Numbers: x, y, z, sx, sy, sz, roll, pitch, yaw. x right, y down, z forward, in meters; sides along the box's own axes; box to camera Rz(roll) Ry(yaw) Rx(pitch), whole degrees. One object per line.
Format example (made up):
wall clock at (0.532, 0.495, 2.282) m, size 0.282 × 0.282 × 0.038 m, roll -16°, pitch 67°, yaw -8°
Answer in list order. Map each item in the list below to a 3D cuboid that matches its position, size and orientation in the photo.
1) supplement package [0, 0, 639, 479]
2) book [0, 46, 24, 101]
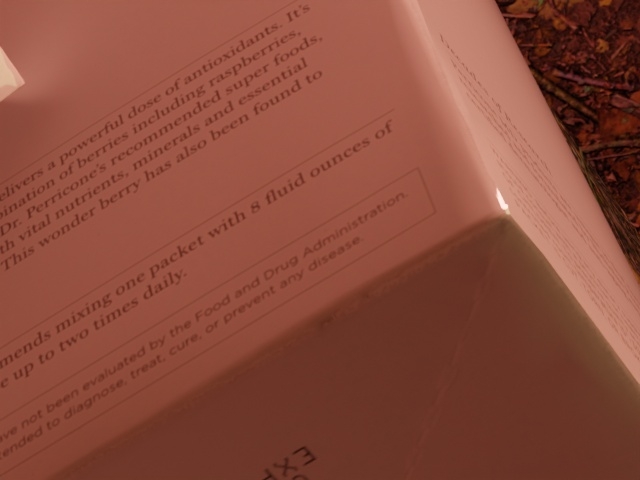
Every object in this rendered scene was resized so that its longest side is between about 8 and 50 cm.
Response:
supplement package at (-0.023, -0.007, 0.563) m, size 0.175 × 0.177 × 0.293 m, roll 48°, pitch 16°, yaw -41°
book at (-0.144, -0.069, 0.446) m, size 0.096 × 0.035 × 0.144 m, roll -41°, pitch 105°, yaw -32°
